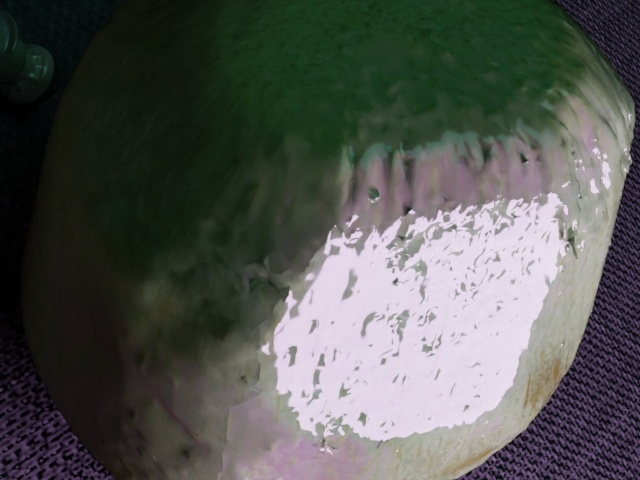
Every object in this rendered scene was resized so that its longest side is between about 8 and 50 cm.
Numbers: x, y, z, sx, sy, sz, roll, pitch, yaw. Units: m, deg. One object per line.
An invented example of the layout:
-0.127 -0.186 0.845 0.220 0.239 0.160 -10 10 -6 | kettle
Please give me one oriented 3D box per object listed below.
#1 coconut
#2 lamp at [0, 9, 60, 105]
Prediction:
0.000 0.000 0.896 0.281 0.328 0.328 42 35 16 | coconut
-0.192 -0.112 0.906 0.163 0.091 0.091 36 43 -54 | lamp
